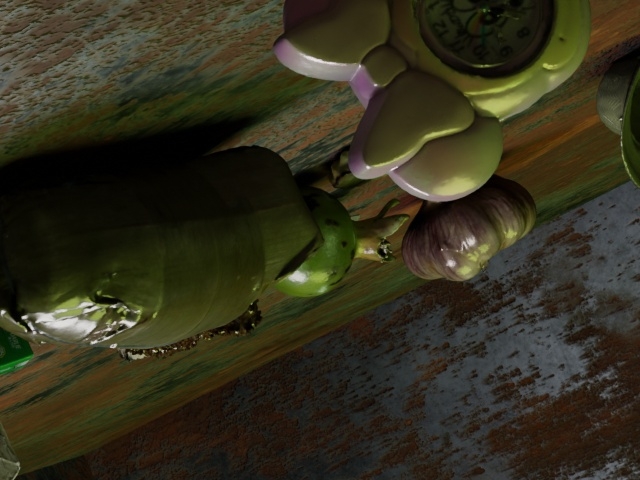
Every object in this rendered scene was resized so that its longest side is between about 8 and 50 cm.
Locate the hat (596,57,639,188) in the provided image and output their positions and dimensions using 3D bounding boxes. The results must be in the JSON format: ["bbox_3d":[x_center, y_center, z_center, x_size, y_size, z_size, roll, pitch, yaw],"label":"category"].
[{"bbox_3d":[0.454,-0.201,2.002,0.110,0.252,0.252,18,-156,40],"label":"hat"}]

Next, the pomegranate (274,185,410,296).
[{"bbox_3d":[0.006,-0.011,1.840,0.220,0.156,0.156,-25,172,-14],"label":"pomegranate"}]

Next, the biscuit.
[{"bbox_3d":[0.128,-0.126,1.846,0.273,0.036,0.187,-23,171,-12],"label":"biscuit"}]

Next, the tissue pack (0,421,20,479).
[{"bbox_3d":[-0.617,0.331,1.866,0.356,0.194,0.266,-22,-172,7],"label":"tissue pack"}]

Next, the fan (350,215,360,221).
[{"bbox_3d":[-0.056,0.030,2.370,0.182,0.010,0.310,-16,165,-43],"label":"fan"}]

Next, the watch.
[{"bbox_3d":[0.095,-0.150,1.137,0.248,0.211,0.217,-32,-179,-7],"label":"watch"}]

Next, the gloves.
[{"bbox_3d":[-0.185,0.078,1.850,0.210,0.135,0.312,-5,164,-5],"label":"gloves"}]

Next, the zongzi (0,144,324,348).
[{"bbox_3d":[-0.248,0.042,1.406,0.393,0.174,0.356,-24,170,41],"label":"zongzi"}]

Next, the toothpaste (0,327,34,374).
[{"bbox_3d":[-0.497,0.164,1.769,0.266,0.065,0.050,-18,166,-37],"label":"toothpaste"}]

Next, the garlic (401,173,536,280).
[{"bbox_3d":[0.237,-0.033,2.373,0.245,0.160,0.245,-35,-171,7],"label":"garlic"}]
